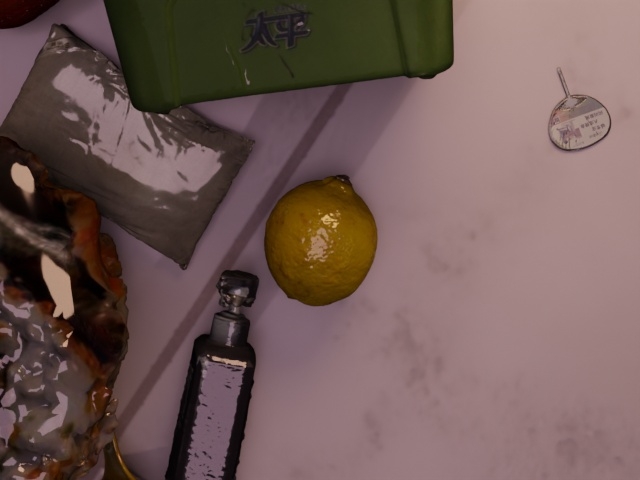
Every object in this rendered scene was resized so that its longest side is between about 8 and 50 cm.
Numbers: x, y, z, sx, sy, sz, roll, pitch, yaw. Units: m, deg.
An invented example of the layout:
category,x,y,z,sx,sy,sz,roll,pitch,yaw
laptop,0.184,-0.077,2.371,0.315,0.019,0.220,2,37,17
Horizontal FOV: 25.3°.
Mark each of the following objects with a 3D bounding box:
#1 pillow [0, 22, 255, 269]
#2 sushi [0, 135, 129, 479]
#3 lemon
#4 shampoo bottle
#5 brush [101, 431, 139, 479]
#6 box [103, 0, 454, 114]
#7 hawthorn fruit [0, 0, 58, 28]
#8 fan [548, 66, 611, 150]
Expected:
category,x,y,z,sx,sy,sz,roll,pitch,yaw
pillow,-0.192,-0.090,1.376,0.230,0.050,0.148,32,105,-1
sushi,-0.370,0.105,1.301,0.418,0.176,0.417,0,91,-1
lemon,0.000,0.000,1.351,0.109,0.109,0.133,21,103,-1
shampoo bottle,-0.105,0.181,1.376,0.071,0.098,0.309,12,96,-3
brush,-0.210,0.191,1.401,0.010,0.082,0.218,-14,89,-35
box,-0.036,-0.225,1.269,0.329,0.253,0.177,-5,109,2
hawthorn fruit,-0.298,-0.262,1.315,0.148,0.148,0.172,39,108,-3
fan,0.242,-0.121,1.385,0.080,0.003,0.060,41,95,-4
